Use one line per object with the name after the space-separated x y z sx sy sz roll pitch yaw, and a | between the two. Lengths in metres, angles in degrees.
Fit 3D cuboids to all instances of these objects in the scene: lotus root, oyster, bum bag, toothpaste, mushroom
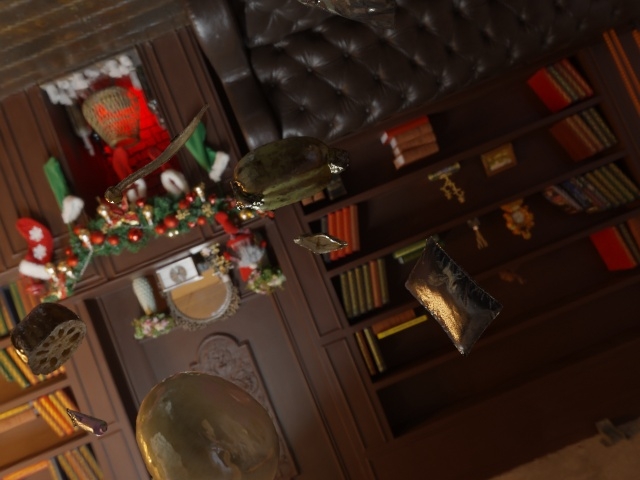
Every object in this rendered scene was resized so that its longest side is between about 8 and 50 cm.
-0.077 -0.171 1.197 0.309 0.173 0.173 -18 176 -2 | lotus root
0.000 0.001 0.846 0.093 0.034 0.051 15 155 -19 | oyster
-0.012 -0.406 0.708 0.095 0.340 0.144 -50 148 -1 | bum bag
-0.475 0.370 0.953 0.169 0.045 0.028 -8 -161 42 | toothpaste
-0.357 -0.192 1.049 0.306 0.043 0.068 -45 -156 -9 | mushroom
-0.508 0.182 0.878 0.122 0.081 0.112 -54 157 -22 | lotus root
-0.191 0.330 0.756 0.202 0.246 0.246 -47 174 4 | mushroom

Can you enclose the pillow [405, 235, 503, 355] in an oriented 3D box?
0.254 0.106 0.932 0.055 0.208 0.141 -3 128 -35 | pillow
